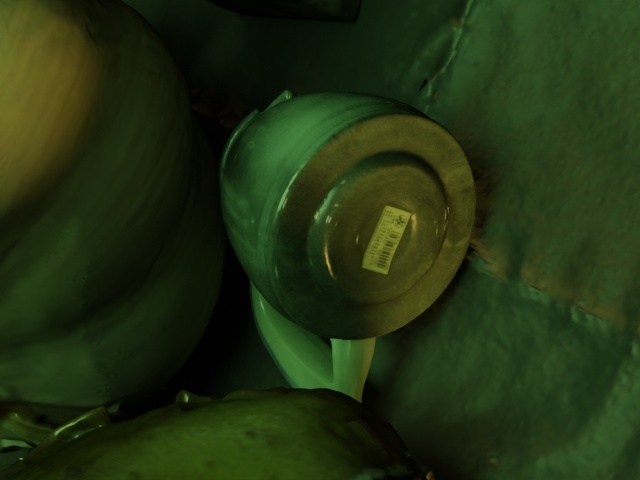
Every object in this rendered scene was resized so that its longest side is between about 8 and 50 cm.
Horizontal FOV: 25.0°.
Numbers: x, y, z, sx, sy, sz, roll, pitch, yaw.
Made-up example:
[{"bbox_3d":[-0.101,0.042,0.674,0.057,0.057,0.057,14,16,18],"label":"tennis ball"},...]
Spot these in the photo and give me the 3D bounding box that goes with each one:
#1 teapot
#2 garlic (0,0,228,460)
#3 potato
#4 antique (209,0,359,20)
[{"bbox_3d":[0.008,-0.007,0.682,0.111,0.149,0.108,-34,36,-15],"label":"teapot"},{"bbox_3d":[-0.201,-0.032,0.707,0.322,0.322,0.241,-40,32,25],"label":"garlic"},{"bbox_3d":[-0.104,0.171,0.619,0.196,0.246,0.299,36,110,22],"label":"potato"},{"bbox_3d":[-0.060,-0.172,0.694,0.088,0.183,0.086,11,88,38],"label":"antique"}]
